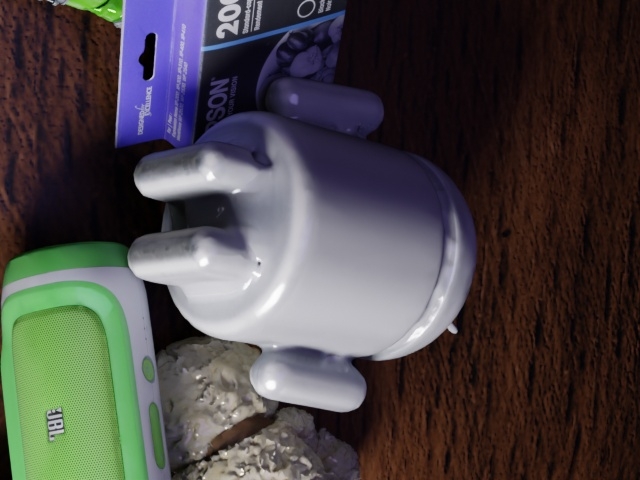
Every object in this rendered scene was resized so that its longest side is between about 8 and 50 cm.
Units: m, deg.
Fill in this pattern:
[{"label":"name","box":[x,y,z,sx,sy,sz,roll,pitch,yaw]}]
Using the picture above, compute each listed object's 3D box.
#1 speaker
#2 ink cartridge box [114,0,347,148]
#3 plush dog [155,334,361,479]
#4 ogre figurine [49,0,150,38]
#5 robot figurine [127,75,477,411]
[{"label":"speaker","box":[-0.196,0.156,1.226,0.131,0.131,0.296,-3,77,-29]},{"label":"ink cartridge box","box":[-0.076,-0.169,1.277,0.208,0.045,0.206,-18,142,-25]},{"label":"plush dog","box":[-0.086,0.196,1.326,0.262,0.210,0.225,-31,85,-24]},{"label":"ogre figurine","box":[-0.161,-0.259,1.240,0.118,0.097,0.197,45,47,-24]},{"label":"robot figurine","box":[0.000,0.000,1.300,0.353,0.200,0.300,13,80,-41]}]
